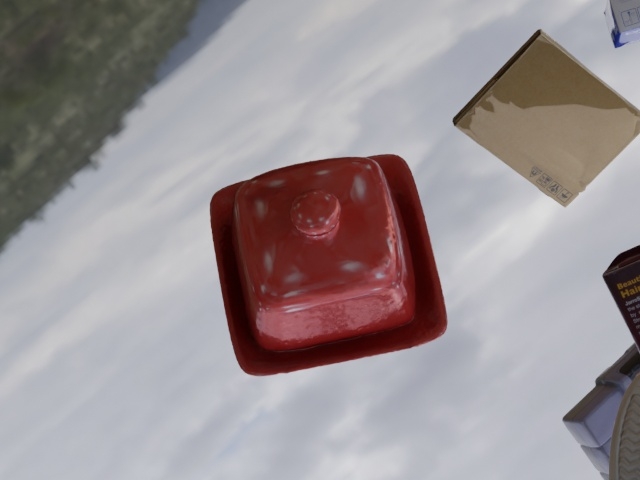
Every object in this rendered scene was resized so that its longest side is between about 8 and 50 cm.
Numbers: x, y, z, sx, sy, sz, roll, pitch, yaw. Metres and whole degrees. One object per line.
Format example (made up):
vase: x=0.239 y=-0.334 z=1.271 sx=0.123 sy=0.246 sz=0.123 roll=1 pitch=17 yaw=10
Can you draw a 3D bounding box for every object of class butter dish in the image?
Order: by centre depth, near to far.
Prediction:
butter dish: x=0.000 y=0.000 z=1.122 sx=0.160 sy=0.160 sz=0.118 roll=-12 pitch=157 yaw=1

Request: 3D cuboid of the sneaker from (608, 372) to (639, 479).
sneaker: x=0.268 y=0.214 z=1.066 sx=0.094 sy=0.255 sz=0.151 roll=-17 pitch=159 yaw=19

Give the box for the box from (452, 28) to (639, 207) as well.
box: x=0.296 y=-0.153 z=2.000 sx=0.164 sy=0.201 sz=0.021 roll=-47 pitch=-157 yaw=21

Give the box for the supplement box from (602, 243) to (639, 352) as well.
supplement box: x=0.293 y=0.079 z=1.121 sx=0.104 sy=0.188 sz=0.081 roll=-25 pitch=-178 yaw=23

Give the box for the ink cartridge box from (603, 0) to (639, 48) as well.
ink cartridge box: x=0.399 y=-0.255 z=1.610 sx=0.207 sy=0.046 sz=0.097 roll=-16 pitch=176 yaw=7

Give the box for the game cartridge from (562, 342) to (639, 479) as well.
game cartridge: x=0.443 y=0.160 z=1.665 sx=0.355 sy=0.230 sz=0.068 roll=-40 pitch=-165 yaw=-19
